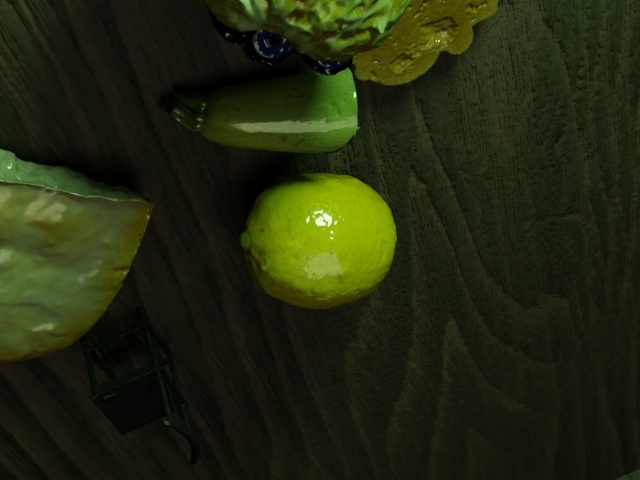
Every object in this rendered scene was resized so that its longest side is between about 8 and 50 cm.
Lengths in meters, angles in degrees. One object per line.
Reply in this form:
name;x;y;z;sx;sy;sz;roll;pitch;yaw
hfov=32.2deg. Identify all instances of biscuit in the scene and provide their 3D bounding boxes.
biscuit;0.149;-0.324;1.672;0.249;0.035;0.184;-40;137;21
biscuit;-0.500;0.029;1.703;0.429;0.104;0.446;3;132;-27

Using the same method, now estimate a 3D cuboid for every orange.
orange;-0.023;-0.372;1.314;0.368;0.271;0.210;12;161;-31

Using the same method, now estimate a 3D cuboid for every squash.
squash;-0.092;-0.179;1.662;0.287;0.137;0.137;-9;139;-8

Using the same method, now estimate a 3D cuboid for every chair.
chair;-0.313;0.271;1.940;0.141;0.260;0.155;-23;141;1

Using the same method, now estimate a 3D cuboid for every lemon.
lemon;0.000;0.000;1.816;0.288;0.233;0.233;-5;138;-32

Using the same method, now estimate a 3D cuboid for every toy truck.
toy truck;-0.043;-0.332;1.503;0.213;0.161;0.177;4;110;-30
